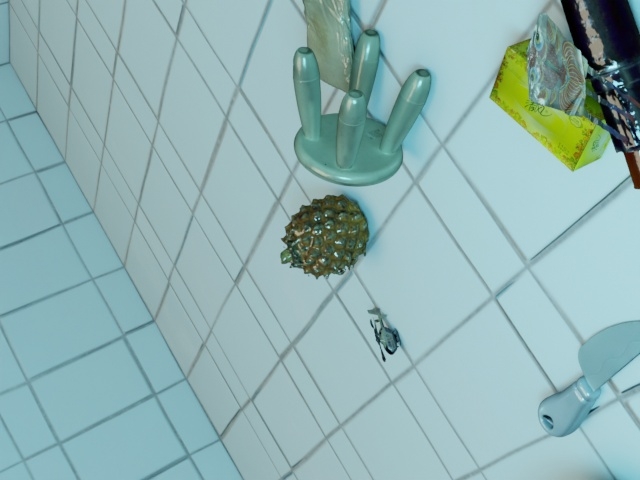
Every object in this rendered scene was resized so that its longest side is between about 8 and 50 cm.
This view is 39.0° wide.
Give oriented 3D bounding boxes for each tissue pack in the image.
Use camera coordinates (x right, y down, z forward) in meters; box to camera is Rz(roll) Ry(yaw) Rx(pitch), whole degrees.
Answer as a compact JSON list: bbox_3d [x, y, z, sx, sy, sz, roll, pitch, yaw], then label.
[{"bbox_3d":[0.321,-0.189,1.244,0.176,0.062,0.095,49,148,27],"label":"tissue pack"}]

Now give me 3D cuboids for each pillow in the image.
[{"bbox_3d":[0.015,-0.385,1.641,0.148,0.050,0.229,40,147,47],"label":"pillow"}]

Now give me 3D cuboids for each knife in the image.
[{"bbox_3d":[0.427,0.204,1.410,0.080,0.044,0.331,58,147,29],"label":"knife"}]

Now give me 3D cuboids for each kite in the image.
[{"bbox_3d":[0.324,-0.185,1.124,0.229,0.016,0.127,-123,21,-45],"label":"kite"}]

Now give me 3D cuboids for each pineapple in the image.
[{"bbox_3d":[0.000,0.000,1.820,0.166,0.193,0.166,50,156,31],"label":"pineapple"}]

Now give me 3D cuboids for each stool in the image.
[{"bbox_3d":[0.063,-0.221,1.539,0.195,0.195,0.198,48,143,32],"label":"stool"}]

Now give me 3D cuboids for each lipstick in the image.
[{"bbox_3d":[0.370,-0.207,1.121,0.081,0.081,0.299,-10,102,62],"label":"lipstick"}]

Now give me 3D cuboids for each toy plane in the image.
[{"bbox_3d":[0.135,0.196,1.900,0.031,0.049,0.120,125,134,-58],"label":"toy plane"}]
